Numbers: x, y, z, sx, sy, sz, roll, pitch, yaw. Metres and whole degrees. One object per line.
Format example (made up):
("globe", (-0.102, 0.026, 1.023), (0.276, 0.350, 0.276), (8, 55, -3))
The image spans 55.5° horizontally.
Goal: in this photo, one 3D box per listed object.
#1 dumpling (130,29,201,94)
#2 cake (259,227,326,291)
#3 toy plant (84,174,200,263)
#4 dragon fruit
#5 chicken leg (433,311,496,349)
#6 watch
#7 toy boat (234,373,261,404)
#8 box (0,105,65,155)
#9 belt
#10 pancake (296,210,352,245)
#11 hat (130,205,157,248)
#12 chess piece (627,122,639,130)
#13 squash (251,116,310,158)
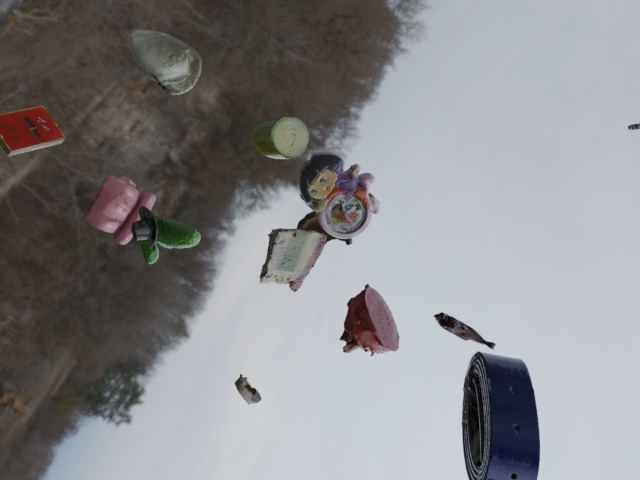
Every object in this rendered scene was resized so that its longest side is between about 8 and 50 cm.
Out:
("dumpling", (-0.377, -0.442, 1.489), (0.150, 0.176, 0.092), (-35, 155, -32))
("cake", (-0.054, 0.037, 1.073), (0.220, 0.086, 0.116), (-173, -89, -78))
("toy plant", (-0.609, -0.066, 2.074), (0.210, 0.356, 0.317), (-58, -160, -16))
("dragon fruit", (0.086, 0.179, 1.282), (0.111, 0.153, 0.153), (-25, -161, 17))
("chicken leg", (0.446, 0.284, 1.914), (0.048, 0.219, 0.089), (-59, -167, 5))
("watch", (0.047, -0.137, 1.646), (0.196, 0.244, 0.231), (-56, -170, 15))
("toy boat", (-0.237, 0.484, 1.979), (0.049, 0.149, 0.047), (-21, -140, 3))
("box", (-0.626, -0.234, 1.293), (0.023, 0.090, 0.133), (-34, 179, 40))
("belt", (0.406, 0.415, 1.390), (0.346, 0.117, 0.212), (-79, 178, -53))
("pancake", (0.000, 0.000, 1.793), (0.020, 0.184, 0.190), (-18, 139, -57))
("hat", (-0.478, -0.032, 1.630), (0.051, 0.121, 0.121), (-15, 168, -33))
("chess piece", (0.675, -0.230, 1.175), (0.149, 0.059, 0.059), (-10, -158, 10))
("squash", (-0.128, -0.285, 1.707), (0.187, 0.123, 0.123), (8, -122, 55))
